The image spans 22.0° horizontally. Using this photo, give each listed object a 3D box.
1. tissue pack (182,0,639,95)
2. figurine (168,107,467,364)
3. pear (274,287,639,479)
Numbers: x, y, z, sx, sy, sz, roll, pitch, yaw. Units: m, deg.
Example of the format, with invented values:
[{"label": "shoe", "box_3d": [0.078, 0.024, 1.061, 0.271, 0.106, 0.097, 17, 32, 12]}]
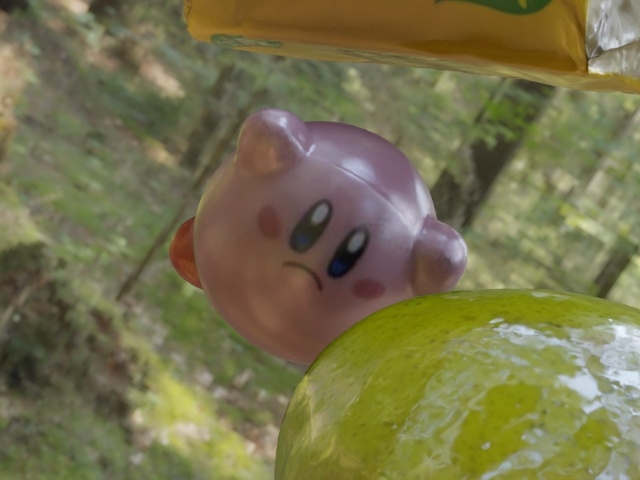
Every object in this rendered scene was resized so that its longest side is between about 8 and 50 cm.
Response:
[{"label": "tissue pack", "box_3d": [0.112, -0.260, 1.189, 0.382, 0.293, 0.228, 12, 3, 40]}, {"label": "figurine", "box_3d": [0.000, 0.000, 1.100, 0.173, 0.173, 0.173, 30, 14, -8]}, {"label": "pear", "box_3d": [0.111, 0.154, 0.898, 0.294, 0.294, 0.294, 30, 14, -8]}]
